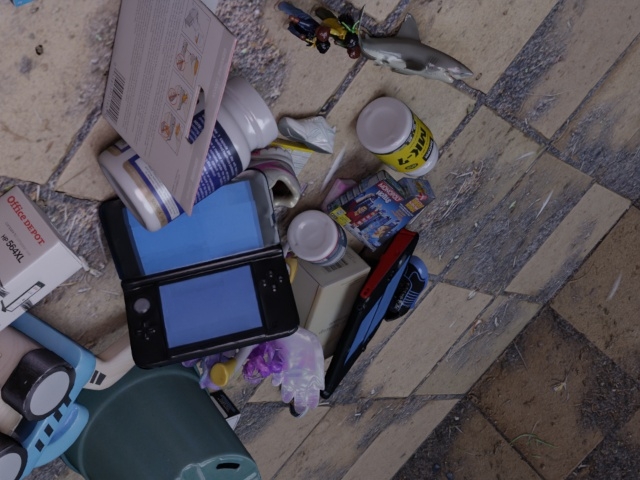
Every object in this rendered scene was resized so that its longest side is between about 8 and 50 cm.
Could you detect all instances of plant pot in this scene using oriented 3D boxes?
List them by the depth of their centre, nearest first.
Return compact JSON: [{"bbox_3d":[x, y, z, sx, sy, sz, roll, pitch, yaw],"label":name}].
[{"bbox_3d":[-0.310,0.438,1.876,0.341,0.334,0.341,-22,129,-29],"label":"plant pot"}]

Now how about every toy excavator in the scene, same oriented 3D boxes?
[{"bbox_3d":[-0.459,0.238,1.634,0.433,0.222,0.445,-59,158,-9],"label":"toy excavator"}]

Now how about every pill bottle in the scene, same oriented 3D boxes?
[{"bbox_3d":[-0.209,-0.145,1.503,0.265,0.153,0.153,-36,151,-13],"label":"pill bottle"},{"bbox_3d":[0.167,-0.210,1.943,0.119,0.119,0.208,-48,152,8],"label":"pill bottle"},{"bbox_3d":[0.000,0.000,2.004,0.108,0.108,0.180,-46,166,3],"label":"pill bottle"}]

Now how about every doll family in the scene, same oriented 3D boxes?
[{"bbox_3d":[0.006,-0.349,1.553,0.193,0.111,0.076,-12,138,-44],"label":"doll family"}]

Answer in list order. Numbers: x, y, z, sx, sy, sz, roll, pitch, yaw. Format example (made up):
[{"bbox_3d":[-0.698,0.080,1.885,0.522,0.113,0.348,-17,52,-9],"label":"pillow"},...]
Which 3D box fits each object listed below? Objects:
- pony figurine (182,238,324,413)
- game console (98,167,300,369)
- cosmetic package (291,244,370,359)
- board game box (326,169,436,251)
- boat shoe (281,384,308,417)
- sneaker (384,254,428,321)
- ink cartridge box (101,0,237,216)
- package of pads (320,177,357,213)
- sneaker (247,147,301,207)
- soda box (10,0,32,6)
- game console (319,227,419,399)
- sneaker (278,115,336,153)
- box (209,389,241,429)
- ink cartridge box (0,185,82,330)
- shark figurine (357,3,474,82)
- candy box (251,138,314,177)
[{"bbox_3d":[-0.145,0.178,1.904,0.363,0.303,0.351,-17,117,-67],"label":"pony figurine"},{"bbox_3d":[-0.204,0.049,1.577,0.293,0.250,0.173,-14,149,-3],"label":"game console"},{"bbox_3d":[-0.010,0.161,2.216,0.160,0.113,0.309,-22,144,-37],"label":"cosmetic package"},{"bbox_3d":[0.138,-0.083,2.010,0.194,0.060,0.194,-33,140,15],"label":"board game box"},{"bbox_3d":[-0.073,0.422,2.541,0.083,0.065,0.183,-16,135,-37],"label":"boat shoe"},{"bbox_3d":[0.224,0.138,2.519,0.090,0.081,0.232,-35,152,-32],"label":"sneaker"},{"bbox_3d":[-0.197,-0.227,1.295,0.066,0.261,0.296,-17,142,-39],"label":"ink cartridge box"},{"bbox_3d":[0.040,-0.096,2.019,0.050,0.032,0.083,-1,130,-49],"label":"package of pads"},{"bbox_3d":[-0.136,-0.101,1.649,0.252,0.111,0.103,-9,134,-32],"label":"sneaker"},{"bbox_3d":[-0.308,-0.371,1.164,0.210,0.067,0.071,-30,149,-25],"label":"soda box"},{"bbox_3d":[0.124,0.178,2.327,0.342,0.060,0.386,-54,167,-49],"label":"game console"},{"bbox_3d":[-0.025,-0.213,1.771,0.152,0.054,0.061,20,83,-51],"label":"sneaker"},{"bbox_3d":[-0.346,0.480,2.231,0.290,0.087,0.169,-13,139,-43],"label":"box"},{"bbox_3d":[-0.485,0.038,1.395,0.203,0.148,0.086,-40,150,-9],"label":"ink cartridge box"},{"bbox_3d":[0.143,-0.375,1.747,0.278,0.166,0.116,10,97,-36],"label":"shark figurine"},{"bbox_3d":[-0.104,-0.147,1.769,0.206,0.027,0.105,5,128,-54],"label":"candy box"}]
